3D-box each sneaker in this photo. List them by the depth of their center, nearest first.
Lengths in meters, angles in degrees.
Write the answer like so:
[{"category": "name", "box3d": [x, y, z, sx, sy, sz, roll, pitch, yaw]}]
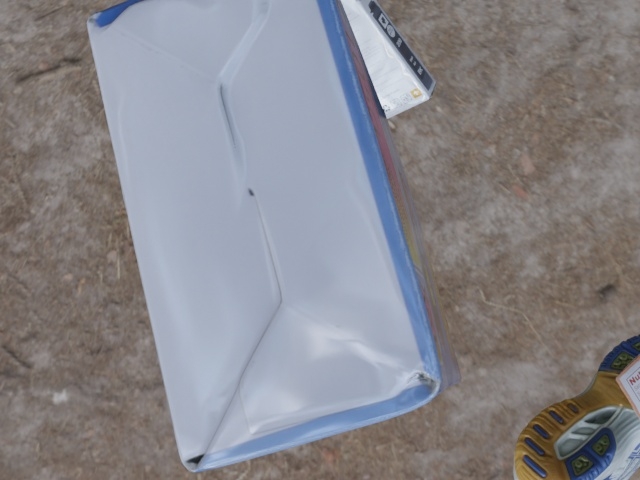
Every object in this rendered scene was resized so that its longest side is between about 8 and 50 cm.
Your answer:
[{"category": "sneaker", "box3d": [0.337, 0.206, 0.924, 0.296, 0.112, 0.131, -26, 140, -13]}]

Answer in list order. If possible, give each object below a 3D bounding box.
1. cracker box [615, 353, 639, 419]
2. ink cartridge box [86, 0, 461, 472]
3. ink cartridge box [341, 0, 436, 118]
[{"category": "cracker box", "box3d": [0.283, 0.151, 0.431, 0.155, 0.232, 0.067, 9, 131, -29]}, {"category": "ink cartridge box", "box3d": [0.000, 0.000, 0.618, 0.151, 0.395, 0.270, -16, 79, 7]}, {"category": "ink cartridge box", "box3d": [0.008, -0.231, 1.064, 0.206, 0.045, 0.208, -21, 124, 36]}]
